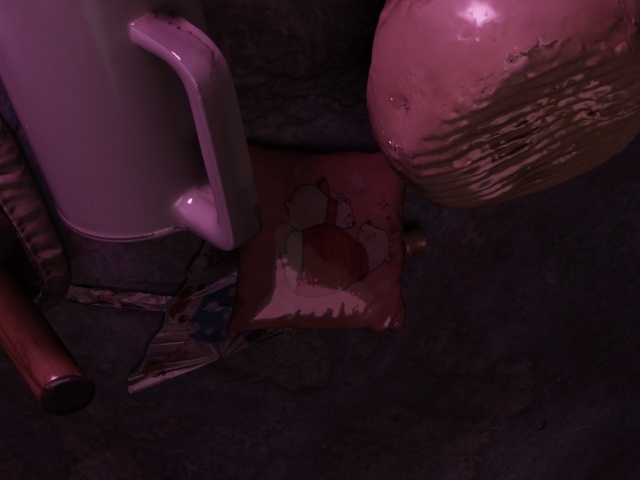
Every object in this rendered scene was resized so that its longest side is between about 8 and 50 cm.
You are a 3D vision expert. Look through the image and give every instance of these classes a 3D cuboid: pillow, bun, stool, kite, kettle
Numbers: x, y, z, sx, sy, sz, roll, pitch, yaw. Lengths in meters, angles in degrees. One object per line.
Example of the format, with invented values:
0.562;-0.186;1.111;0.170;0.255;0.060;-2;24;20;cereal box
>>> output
0.000;0.000;1.204;0.223;0.084;0.236;4;88;-19;pillow
0.201;-0.182;1.090;0.326;0.234;0.362;-41;147;22;bun
-0.406;0.059;1.025;0.310;0.226;0.310;-25;134;-12;stool
-0.169;0.082;1.298;0.314;0.011;0.335;13;121;-30;kite
-0.172;-0.166;0.934;0.265;0.205;0.318;7;134;16;kettle

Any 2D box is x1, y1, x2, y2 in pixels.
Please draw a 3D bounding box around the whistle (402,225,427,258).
0.033;0.021;1.302;0.220;0.057;0.107;-15;118;-17;whistle
